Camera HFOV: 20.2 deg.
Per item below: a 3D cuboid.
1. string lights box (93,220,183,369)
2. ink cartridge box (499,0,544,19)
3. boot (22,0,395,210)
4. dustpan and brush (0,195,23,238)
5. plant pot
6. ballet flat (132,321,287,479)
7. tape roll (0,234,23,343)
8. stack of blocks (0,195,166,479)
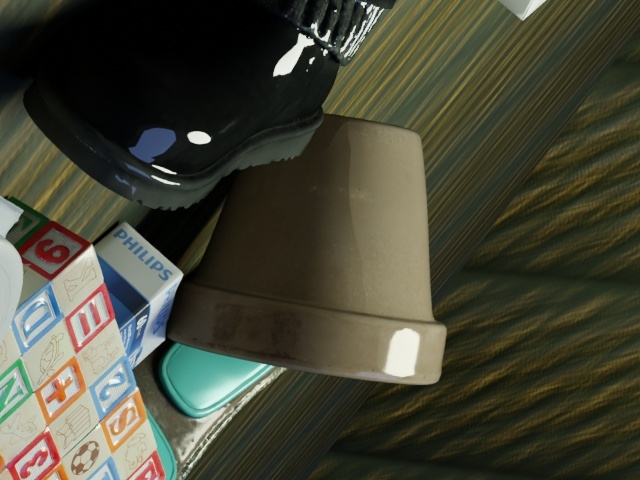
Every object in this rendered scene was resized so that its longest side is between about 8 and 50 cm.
[{"bbox_3d":[-0.236,0.114,1.522,0.260,0.077,0.133,-43,167,-30],"label":"string lights box"},{"bbox_3d":[0.220,-0.308,1.858,0.143,0.092,0.090,-42,167,-29],"label":"ink cartridge box"},{"bbox_3d":[-0.041,-0.173,1.219,0.260,0.131,0.348,-54,169,24],"label":"boot"},{"bbox_3d":[-0.294,0.040,1.163,0.211,0.060,0.147,-56,167,-4],"label":"dustpan and brush"},{"bbox_3d":[0.000,0.000,1.658,0.263,0.263,0.229,3,96,-75],"label":"plant pot"},{"bbox_3d":[-0.190,0.175,1.763,0.182,0.164,0.483,-28,-172,42],"label":"ballet flat"},{"bbox_3d":[-0.289,0.042,0.879,0.246,0.169,0.246,-48,169,-13],"label":"tape roll"},{"bbox_3d":[-0.228,0.134,1.348,0.171,0.087,0.297,-45,146,-27],"label":"stack of blocks"}]
